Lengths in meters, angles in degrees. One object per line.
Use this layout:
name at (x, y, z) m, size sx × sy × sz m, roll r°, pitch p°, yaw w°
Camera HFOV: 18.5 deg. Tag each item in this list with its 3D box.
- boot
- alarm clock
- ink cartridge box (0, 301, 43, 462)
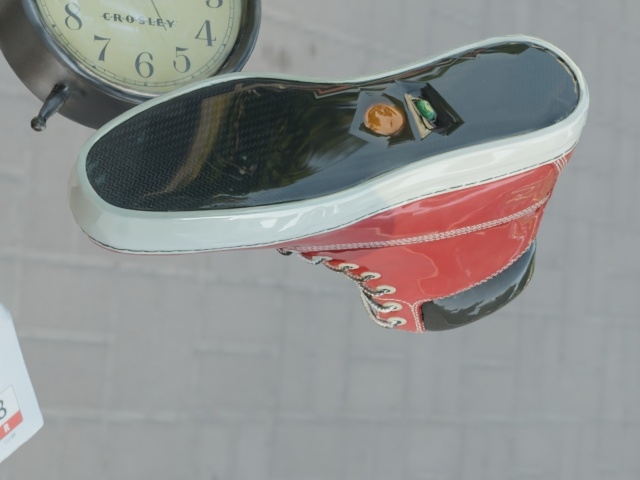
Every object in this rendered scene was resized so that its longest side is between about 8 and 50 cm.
boot at (0.000, 0.000, 0.943) m, size 0.176 × 0.244 × 0.088 m, roll 100°, pitch -25°, yaw -52°
alarm clock at (-0.099, -0.136, 0.977) m, size 0.129 × 0.064 × 0.192 m, roll 5°, pitch 73°, yaw -28°
ink cartridge box at (-0.208, 0.053, 0.918) m, size 0.145 × 0.045 × 0.179 m, roll -42°, pitch 135°, yaw -39°
